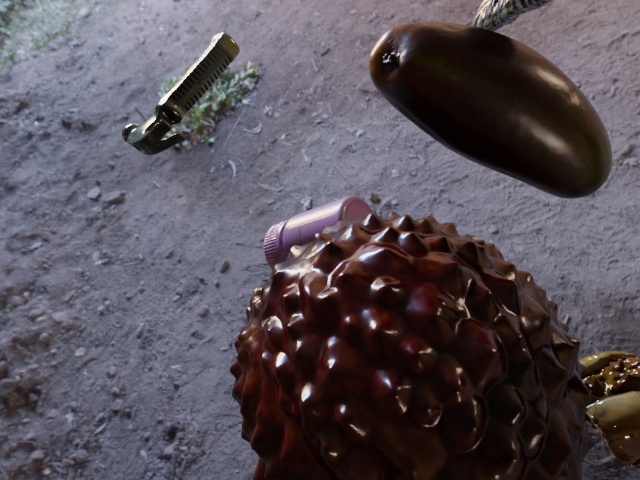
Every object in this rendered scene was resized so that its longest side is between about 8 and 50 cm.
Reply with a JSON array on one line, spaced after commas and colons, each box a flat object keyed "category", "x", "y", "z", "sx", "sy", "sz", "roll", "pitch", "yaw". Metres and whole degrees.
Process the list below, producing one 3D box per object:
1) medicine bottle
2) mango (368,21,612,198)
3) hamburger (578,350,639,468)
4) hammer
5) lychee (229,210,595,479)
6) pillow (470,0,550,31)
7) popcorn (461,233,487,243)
[{"category": "medicine bottle", "x": 0.000, "y": 0.000, "z": 1.124, "sx": 0.290, "sy": 0.178, "sz": 0.178, "roll": -18, "pitch": 56, "yaw": 39}, {"category": "mango", "x": 0.172, "y": -0.129, "z": 0.401, "sx": 0.111, "sy": 0.267, "sz": 0.133, "roll": -60, "pitch": 11, "yaw": 19}, {"category": "hamburger", "x": 0.541, "y": 0.285, "z": 0.711, "sx": 0.282, "sy": 0.245, "sz": 0.155, "roll": -5, "pitch": 42, "yaw": -8}, {"category": "hammer", "x": -0.205, "y": -0.224, "z": 0.629, "sx": 0.158, "sy": 0.041, "sz": 0.226, "roll": 24, "pitch": 73, "yaw": 48}, {"category": "lychee", "x": 0.096, "y": 0.164, "z": 0.537, "sx": 0.424, "sy": 0.425, "sz": 0.500, "roll": -22, "pitch": 22, "yaw": 16}, {"category": "pillow", "x": 0.213, "y": -0.311, "z": 0.397, "sx": 0.034, "sy": 0.255, "sz": 0.189, "roll": 15, "pitch": 108, "yaw": 2}, {"category": "popcorn", "x": 0.426, "y": 0.071, "z": 1.161, "sx": 0.170, "sy": 0.180, "sz": 0.180, "roll": 22, "pitch": 76, "yaw": 49}]
